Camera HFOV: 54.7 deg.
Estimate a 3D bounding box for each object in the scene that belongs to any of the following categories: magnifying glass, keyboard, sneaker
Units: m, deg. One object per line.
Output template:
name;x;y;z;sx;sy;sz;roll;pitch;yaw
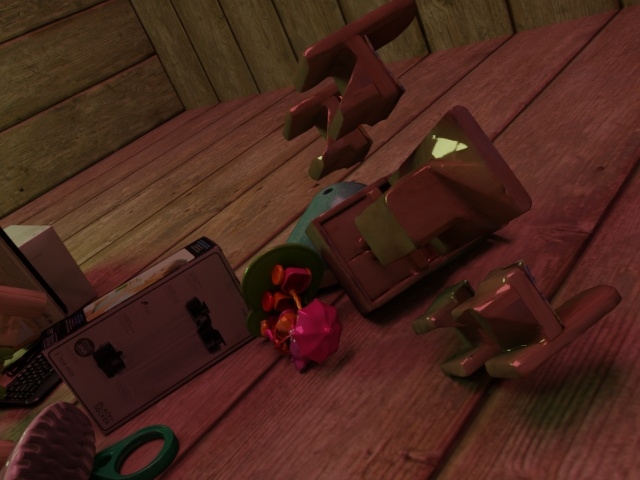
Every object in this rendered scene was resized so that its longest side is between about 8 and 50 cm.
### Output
magnifying glass;-0.296;0.305;0.835;0.231;0.026;0.092;-17;25;13
keyboard;-0.530;0.213;1.240;0.202;0.033;0.317;-11;26;29
sneaker;-0.374;0.319;0.753;0.115;0.105;0.281;-26;28;24

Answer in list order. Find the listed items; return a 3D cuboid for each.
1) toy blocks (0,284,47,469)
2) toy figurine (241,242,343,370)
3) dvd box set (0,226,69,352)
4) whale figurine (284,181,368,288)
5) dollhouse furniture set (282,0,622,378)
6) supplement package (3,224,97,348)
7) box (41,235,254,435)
toy blocks;-0.608;0.187;0.921;0.309;0.260;0.288;-5;75;49
toy figurine;-0.035;0.118;0.874;0.130;0.173;0.159;9;28;-31
dvd box set;-0.767;0.151;1.209;0.420;0.307;0.062;-35;23;-9
whale figurine;0.000;0.000;1.038;0.272;0.141;0.216;-31;25;-14
dollhouse furniture set;0.154;-0.055;0.768;0.256;0.362;0.394;-33;-5;-14
supplement package;-0.701;0.098;1.434;0.263;0.198;0.199;2;35;45
box;-0.252;0.140;0.959;0.290;0.169;0.087;-33;22;-15
